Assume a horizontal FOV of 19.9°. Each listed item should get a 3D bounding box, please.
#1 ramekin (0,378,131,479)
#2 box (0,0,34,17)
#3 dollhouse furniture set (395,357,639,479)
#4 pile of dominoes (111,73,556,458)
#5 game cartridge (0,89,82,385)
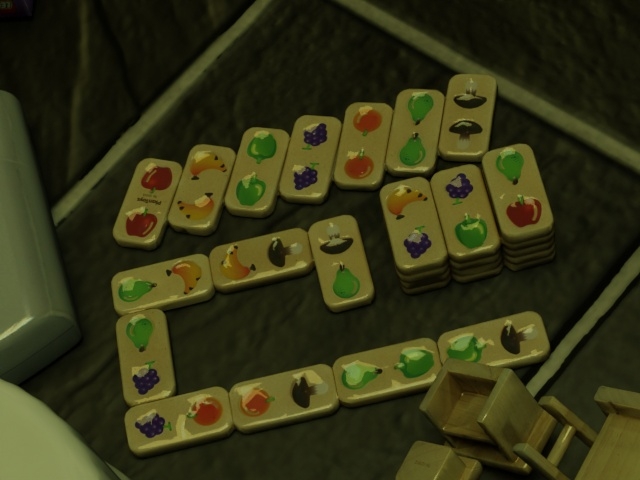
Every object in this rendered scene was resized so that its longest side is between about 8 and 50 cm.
[{"bbox_3d":[-0.202,0.192,0.876,0.277,0.135,0.277,-5,58,8],"label":"ramekin"},{"bbox_3d":[-0.324,-0.232,1.207,0.293,0.057,0.201,-2,59,10],"label":"box"},{"bbox_3d":[0.098,0.168,0.879,0.161,0.101,0.182,9,58,45],"label":"dollhouse furniture set"},{"bbox_3d":[0.000,0.000,1.011,0.251,0.040,0.196,-14,57,2],"label":"pile of dominoes"},{"bbox_3d":[-0.292,0.038,1.039,0.294,0.060,0.196,-19,61,-1],"label":"game cartridge"}]
